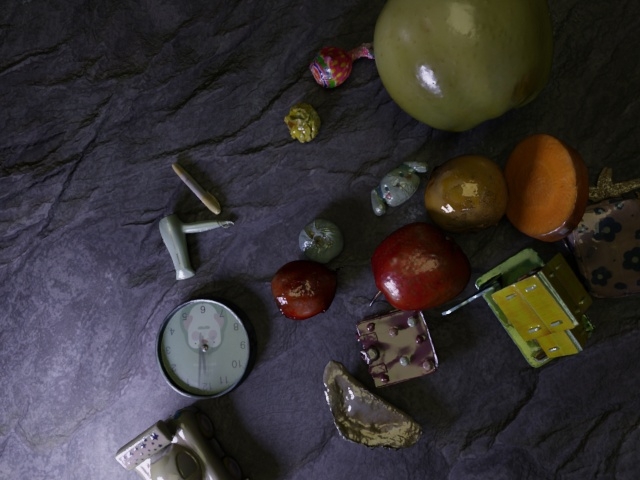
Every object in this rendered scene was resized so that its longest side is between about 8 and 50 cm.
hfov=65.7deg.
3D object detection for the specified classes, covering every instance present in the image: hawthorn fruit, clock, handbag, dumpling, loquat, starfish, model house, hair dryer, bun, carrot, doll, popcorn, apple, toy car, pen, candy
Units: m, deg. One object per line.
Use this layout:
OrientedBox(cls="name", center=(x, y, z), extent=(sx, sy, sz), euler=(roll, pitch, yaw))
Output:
OrientedBox(cls="hawthorn fruit", center=(0.255, 0.096, 1.395), extent=(0.254, 0.254, 0.300), euler=(47, 109, 10))
OrientedBox(cls="hawthorn fruit", center=(-0.029, 0.131, 1.456), extent=(0.235, 0.181, 0.181), euler=(-27, 81, 5))
OrientedBox(cls="clock", center=(-0.358, 0.334, 1.543), extent=(0.319, 0.066, 0.318), euler=(-1, 86, 8))
OrientedBox(cls="handbag", center=(0.222, 0.308, 1.451), extent=(0.216, 0.074, 0.203), euler=(-18, 82, 7))
OrientedBox(cls="handbag", center=(0.750, 0.014, 1.323), extent=(0.190, 0.193, 0.251), euler=(-16, 94, 12))
OrientedBox(cls="dumpling", center=(0.123, 0.501, 1.441), extent=(0.332, 0.086, 0.166), euler=(37, 90, 10))
OrientedBox(cls="loquat", center=(0.406, -0.129, 1.382), extent=(0.235, 0.235, 0.235), euler=(-1, 85, 9))
OrientedBox(cls="starfish", center=(0.809, -0.138, 1.410), extent=(0.210, 0.053, 0.150), euler=(11, 82, 11))
OrientedBox(cls="model house", center=(0.532, 0.208, 1.284), extent=(0.340, 0.323, 0.300), euler=(-33, 80, 5))
OrientedBox(cls="hair dryer", center=(-0.379, -0.004, 1.588), extent=(0.237, 0.075, 0.206), euler=(-19, 89, -1))
OrientedBox(cls="bun", center=(0.000, 0.000, 1.508), extent=(0.141, 0.083, 0.140), euler=(-1, 86, 11))
OrientedBox(cls="carrot", center=(0.600, -0.136, 1.325), extent=(0.100, 0.258, 0.307), euler=(7, 47, -17))
OrientedBox(cls="doll", center=(0.233, -0.164, 1.494), extent=(0.214, 0.071, 0.103), euler=(-43, 68, 12))
OrientedBox(cls="popcorn", center=(-0.055, -0.369, 1.539), extent=(0.116, 0.106, 0.120), euler=(13, 87, 0))
OrientedBox(cls="apple", center=(0.373, -0.516, 1.324), extent=(0.474, 0.473, 0.473), euler=(-1, 85, 9))
OrientedBox(cls="toy car", center=(-0.398, 0.681, 1.436), extent=(0.242, 0.226, 0.336), euler=(-36, 79, 4))
OrientedBox(cls="pen", center=(-0.401, -0.173, 1.613), extent=(0.040, 0.032, 0.233), euler=(-39, 79, -20))
OrientedBox(cls="candy", center=(0.138, -0.597, 1.543), extent=(0.365, 0.124, 0.124), euler=(-31, 81, -6))
